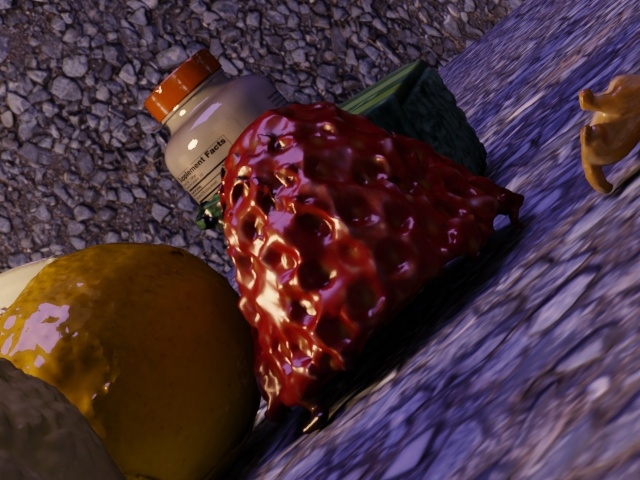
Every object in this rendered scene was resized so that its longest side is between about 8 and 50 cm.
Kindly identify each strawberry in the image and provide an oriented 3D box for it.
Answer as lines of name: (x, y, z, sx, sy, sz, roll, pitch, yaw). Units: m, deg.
strawberry: (0.000, 0.000, 0.989, 0.234, 0.178, 0.234, -44, -3, -2)

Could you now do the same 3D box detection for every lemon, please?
lemon: (-0.146, 0.104, 1.042, 0.204, 0.204, 0.260, -39, 2, 37)

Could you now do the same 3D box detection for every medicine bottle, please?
medicine bottle: (-0.072, -0.083, 1.660, 0.157, 0.288, 0.157, -42, 4, 4)

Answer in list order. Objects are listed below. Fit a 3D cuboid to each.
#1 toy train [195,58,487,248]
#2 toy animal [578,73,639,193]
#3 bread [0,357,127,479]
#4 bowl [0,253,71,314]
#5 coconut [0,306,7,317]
toy train: (0.030, -0.043, 1.319, 0.238, 0.167, 0.299, -30, 10, 21)
toy animal: (0.191, -0.070, 0.831, 0.083, 0.081, 0.060, -5, 2, 8)
bread: (-0.248, 0.200, 0.750, 0.320, 0.237, 0.320, -45, 7, 7)
bowl: (-0.231, 0.130, 1.544, 0.277, 0.277, 0.145, -36, 50, 54)
coconut: (-0.292, 0.194, 1.361, 0.245, 0.233, 0.233, -37, 6, 24)
